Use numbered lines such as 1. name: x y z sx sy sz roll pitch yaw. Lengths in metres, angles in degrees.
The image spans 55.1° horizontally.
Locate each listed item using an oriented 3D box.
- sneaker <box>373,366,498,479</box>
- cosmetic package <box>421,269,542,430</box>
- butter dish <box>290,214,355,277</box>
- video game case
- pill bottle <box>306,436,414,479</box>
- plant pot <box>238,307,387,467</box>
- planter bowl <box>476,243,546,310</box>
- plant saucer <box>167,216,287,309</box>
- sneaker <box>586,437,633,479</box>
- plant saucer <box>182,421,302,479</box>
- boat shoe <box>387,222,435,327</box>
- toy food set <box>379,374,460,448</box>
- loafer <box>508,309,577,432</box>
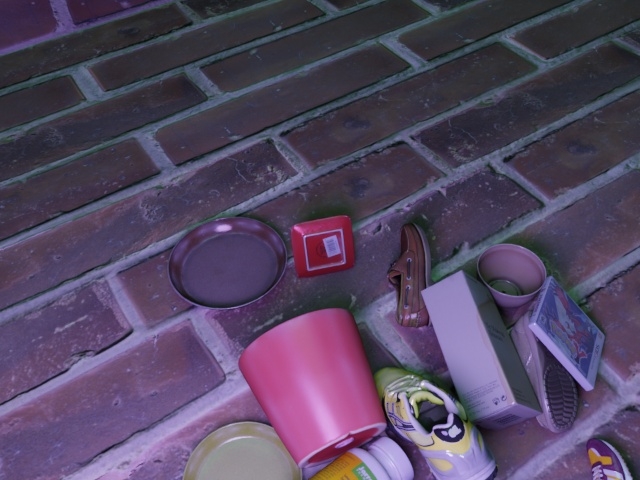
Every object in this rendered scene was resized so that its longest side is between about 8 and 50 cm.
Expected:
1. sneaker: 0.203 0.321 1.194 0.145 0.147 0.385 -28 20 -14
2. cosmetic package: 0.343 0.237 1.323 0.113 0.160 0.309 -32 54 25
3. butter dish: 0.000 0.000 1.608 0.160 0.160 0.118 -10 26 -7
4. video game case: 0.558 0.204 1.378 0.201 0.023 0.183 47 44 -5
5. pill bottle: 0.055 0.484 1.165 0.246 0.136 0.136 -27 53 -27
6. plant pot: -0.002 0.311 1.259 0.275 0.274 0.243 -20 62 -15
7. planter bowl: 0.458 0.103 1.507 0.162 0.109 0.162 -1 49 1
8. plant saucer: -0.241 0.064 1.606 0.311 0.050 0.310 0 49 0
9. sneaker: 0.562 0.479 1.202 0.084 0.069 0.185 -9 48 -13
10. plant saucer: -0.156 0.488 1.240 0.241 0.037 0.240 -1 49 1
11. boat shoe: 0.220 0.076 1.537 0.105 0.110 0.307 -3 49 -2
12. toy food set: 0.208 0.385 1.324 0.192 0.038 0.132 -27 46 -13
13. loafer: 0.487 0.291 1.357 0.102 0.092 0.268 9 62 -24
